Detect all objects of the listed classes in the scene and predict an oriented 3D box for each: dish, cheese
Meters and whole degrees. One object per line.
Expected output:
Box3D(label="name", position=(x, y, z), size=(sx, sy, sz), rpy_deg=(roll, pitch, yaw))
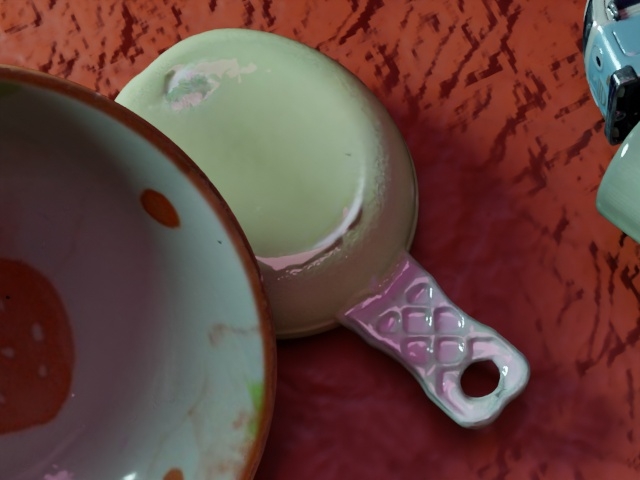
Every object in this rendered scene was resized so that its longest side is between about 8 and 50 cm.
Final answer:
Box3D(label="dish", position=(-0.153, 0.046, 0.753), size=(0.260, 0.085, 0.260), rpy_deg=(-3, 106, -11))
Box3D(label="cheese", position=(0.000, 0.000, 0.804), size=(0.227, 0.064, 0.137), rpy_deg=(42, 78, 18))

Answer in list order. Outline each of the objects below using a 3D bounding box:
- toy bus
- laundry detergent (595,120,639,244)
Box3D(label="toy bus", position=(0.179, -0.100, 0.830), size=(0.123, 0.060, 0.075), rpy_deg=(-20, 62, -5))
Box3D(label="laundry detergent", position=(0.272, 0.088, 0.708), size=(0.398, 0.125, 0.264), rpy_deg=(38, 77, 20))
